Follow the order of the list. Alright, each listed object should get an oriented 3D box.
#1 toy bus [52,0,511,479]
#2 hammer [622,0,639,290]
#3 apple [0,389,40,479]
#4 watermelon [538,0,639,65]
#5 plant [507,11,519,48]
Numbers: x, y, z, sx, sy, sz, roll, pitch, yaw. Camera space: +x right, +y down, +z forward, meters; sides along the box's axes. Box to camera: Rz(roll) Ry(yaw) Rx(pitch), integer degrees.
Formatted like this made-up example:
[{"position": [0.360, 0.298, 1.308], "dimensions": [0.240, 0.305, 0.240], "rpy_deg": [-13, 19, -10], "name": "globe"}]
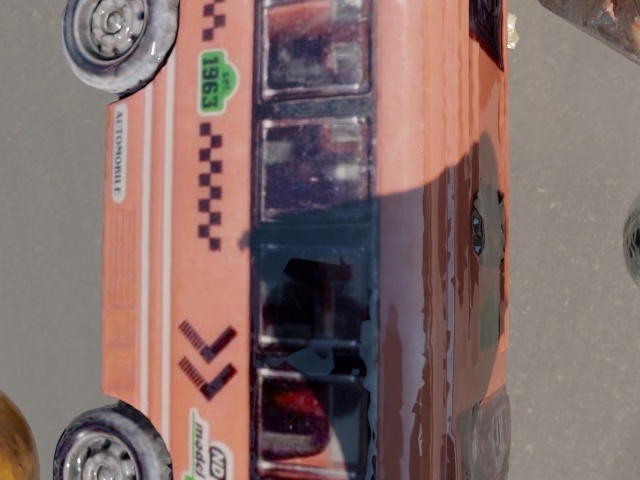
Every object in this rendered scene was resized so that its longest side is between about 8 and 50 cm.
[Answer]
[{"position": [0.000, 0.000, 0.460], "dimensions": [0.233, 0.203, 0.427], "rpy_deg": [-1, 88, 25], "name": "toy bus"}, {"position": [0.239, -0.108, 0.494], "dimensions": [0.113, 0.202, 0.305], "rpy_deg": [-9, 75, 0], "name": "hammer"}, {"position": [-0.401, 0.234, 0.667], "dimensions": [0.299, 0.299, 0.275], "rpy_deg": [34, 104, 9], "name": "apple"}, {"position": [0.367, -0.245, 0.708], "dimensions": [0.250, 0.292, 0.283], "rpy_deg": [18, 92, -8], "name": "watermelon"}, {"position": [0.200, -0.285, 1.010], "dimensions": [0.104, 0.116, 0.122], "rpy_deg": [4, 125, 33], "name": "plant"}]
